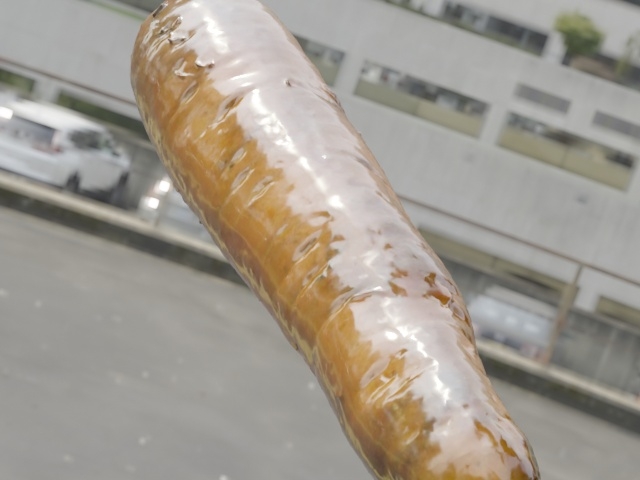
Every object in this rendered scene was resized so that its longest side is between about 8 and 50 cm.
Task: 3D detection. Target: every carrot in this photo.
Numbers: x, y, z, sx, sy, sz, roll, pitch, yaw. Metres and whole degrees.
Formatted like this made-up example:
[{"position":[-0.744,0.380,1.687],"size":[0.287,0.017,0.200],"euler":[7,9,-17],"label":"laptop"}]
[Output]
[{"position":[0.000,0.000,0.426],"size":[0.059,0.059,0.248],"euler":[15,26,-33],"label":"carrot"}]
